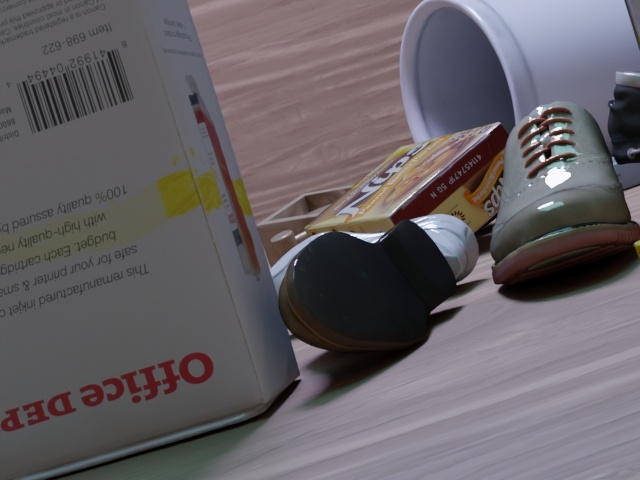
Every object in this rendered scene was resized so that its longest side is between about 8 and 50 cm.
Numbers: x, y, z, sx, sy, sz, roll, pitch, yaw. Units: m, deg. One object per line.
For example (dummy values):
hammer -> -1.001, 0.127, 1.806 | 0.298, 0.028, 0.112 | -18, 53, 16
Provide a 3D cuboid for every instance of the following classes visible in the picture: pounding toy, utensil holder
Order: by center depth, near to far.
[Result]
pounding toy -> 0.004, 0.001, 2.266 | 0.181, 0.094, 0.206 | -9, 18, 38
utensil holder -> 0.367, -0.248, 2.457 | 0.385, 0.328, 0.327 | -16, 3, -24

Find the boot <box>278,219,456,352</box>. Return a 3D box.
boot -> 0.021, 0.060, 1.352 | 0.115, 0.112, 0.305 | -35, -8, 19

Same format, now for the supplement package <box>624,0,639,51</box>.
supplement package -> 0.435, -0.226, 1.707 | 0.198, 0.263, 0.199 | -17, 34, 12

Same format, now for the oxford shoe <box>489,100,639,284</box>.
oxford shoe -> 0.212, -0.050, 1.515 | 0.140, 0.146, 0.397 | -17, 4, 9

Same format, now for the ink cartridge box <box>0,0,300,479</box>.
ink cartridge box -> -0.209, -0.021, 1.277 | 0.279, 0.385, 0.160 | -17, 1, 12

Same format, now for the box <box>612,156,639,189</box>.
box -> 0.352, -0.078, 2.134 | 0.145, 0.038, 0.186 | -19, 3, -17

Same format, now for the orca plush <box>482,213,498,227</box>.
orca plush -> 0.233, -0.074, 2.117 | 0.102, 0.151, 0.287 | 20, -37, -17

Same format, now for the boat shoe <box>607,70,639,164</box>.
boat shoe -> 0.422, -0.096, 1.522 | 0.335, 0.095, 0.112 | 14, 14, 40

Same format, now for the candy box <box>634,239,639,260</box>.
candy box -> 0.363, -0.020, 1.283 | 0.206, 0.027, 0.105 | -18, 1, -13

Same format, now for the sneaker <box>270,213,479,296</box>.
sneaker -> 0.036, 0.035, 1.588 | 0.232, 0.090, 0.115 | -19, 8, 15

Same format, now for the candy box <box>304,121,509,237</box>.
candy box -> 0.115, -0.045, 1.986 | 0.183, 0.087, 0.316 | -40, 11, -16
